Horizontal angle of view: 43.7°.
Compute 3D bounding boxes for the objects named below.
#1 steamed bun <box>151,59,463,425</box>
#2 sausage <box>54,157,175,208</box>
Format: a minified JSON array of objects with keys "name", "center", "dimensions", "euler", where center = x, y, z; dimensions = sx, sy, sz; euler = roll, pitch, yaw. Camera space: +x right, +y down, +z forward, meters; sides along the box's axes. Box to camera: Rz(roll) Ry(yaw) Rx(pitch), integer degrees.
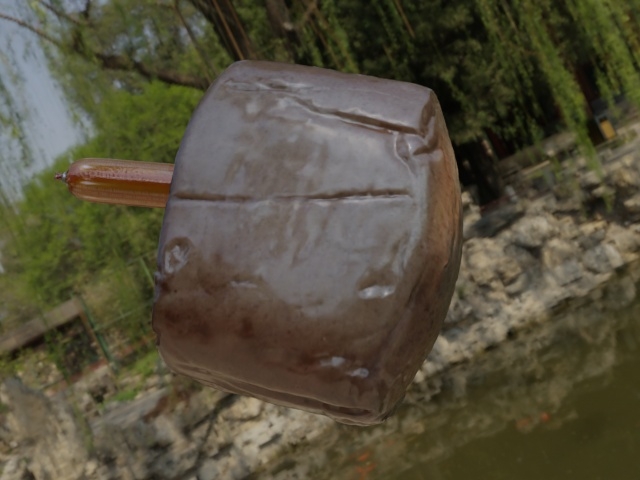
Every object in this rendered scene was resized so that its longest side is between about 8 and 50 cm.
[{"name":"steamed bun","center":[0.000,0.000,0.409],"dimensions":[0.144,0.175,0.106],"euler":[10,-17,13]},{"name":"sausage","center":[-0.117,-0.036,0.516],"dimensions":[0.107,0.031,0.031],"euler":[3,-4,-5]}]
